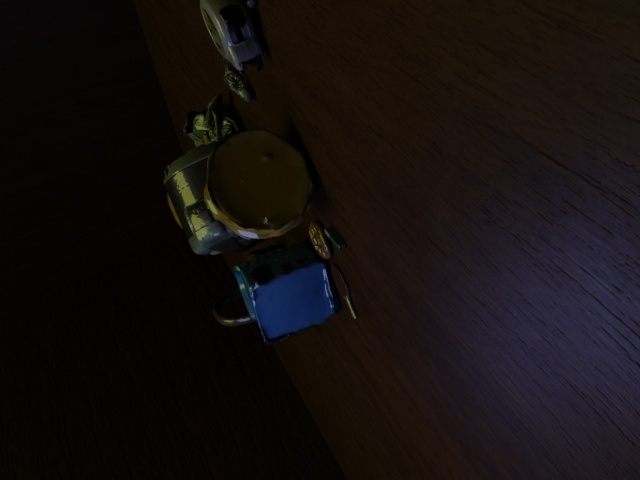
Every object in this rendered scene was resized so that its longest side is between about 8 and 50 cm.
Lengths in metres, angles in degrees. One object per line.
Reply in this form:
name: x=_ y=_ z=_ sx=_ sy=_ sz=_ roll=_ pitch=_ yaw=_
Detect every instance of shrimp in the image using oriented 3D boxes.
shrimp: x=-0.237 y=-0.452 z=1.888 sx=0.165 sy=0.057 sz=0.065 roll=54 pitch=180 yaw=10

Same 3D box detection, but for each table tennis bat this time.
table tennis bat: x=0.064 y=0.134 z=1.788 sx=0.156 sy=0.013 sz=0.087 roll=67 pitch=164 yaw=8

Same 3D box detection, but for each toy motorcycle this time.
toy motorcycle: x=-0.368 y=-0.377 z=2.262 sx=0.173 sy=0.108 sz=0.307 roll=53 pitch=145 yaw=-11

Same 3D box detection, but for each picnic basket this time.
picnic basket: x=-0.216 y=0.205 z=2.319 sx=0.293 sy=0.337 sz=0.337 roll=36 pitch=147 yaw=65

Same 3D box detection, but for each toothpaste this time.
toothpaste: x=0.036 y=-0.006 z=1.646 sx=0.083 sy=0.020 sz=0.017 roll=51 pitch=157 yaw=49

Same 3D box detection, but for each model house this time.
model house: x=-0.110 y=0.121 z=1.960 sx=0.303 sy=0.237 sz=0.215 roll=-136 pitch=28 yaw=-62

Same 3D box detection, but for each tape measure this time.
tape measure: x=-0.206 y=-0.512 z=1.596 sx=0.196 sy=0.105 sz=0.178 roll=55 pitch=169 yaw=46

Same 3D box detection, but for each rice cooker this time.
rice cooker: x=-0.287 y=-0.121 z=2.066 sx=0.325 sy=0.335 sz=0.335 roll=67 pitch=166 yaw=2

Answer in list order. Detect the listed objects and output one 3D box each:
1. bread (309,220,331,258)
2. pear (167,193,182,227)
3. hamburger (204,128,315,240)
bread: x=0.000 y=0.000 z=1.781 sx=0.110 sy=0.024 sz=0.110 roll=58 pitch=163 yaw=29
pear: x=-0.422 y=-0.166 z=2.531 sx=0.314 sy=0.314 sz=0.314 roll=59 pitch=164 yaw=28
hamburger: x=-0.155 y=-0.125 z=1.684 sx=0.237 sy=0.276 sz=0.276 roll=128 pitch=118 yaw=-77
